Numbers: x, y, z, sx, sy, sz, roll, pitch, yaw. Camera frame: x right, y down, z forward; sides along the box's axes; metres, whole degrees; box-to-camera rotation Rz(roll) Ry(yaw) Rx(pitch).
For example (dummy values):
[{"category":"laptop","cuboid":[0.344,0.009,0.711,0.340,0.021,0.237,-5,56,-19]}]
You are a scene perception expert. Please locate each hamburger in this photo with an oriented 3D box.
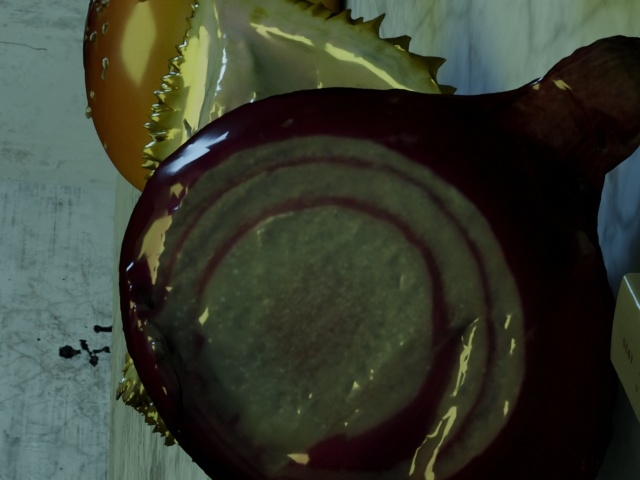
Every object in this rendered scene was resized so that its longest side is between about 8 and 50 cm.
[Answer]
[{"category":"hamburger","cuboid":[-0.087,-0.130,1.131,0.246,0.169,0.246,-172,90,-78]}]

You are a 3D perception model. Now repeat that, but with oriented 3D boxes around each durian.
[{"category":"durian","cuboid":[-0.002,0.006,0.724,0.138,0.183,0.250,63,-152,-55]}]

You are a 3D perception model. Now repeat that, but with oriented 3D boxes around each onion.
[{"category":"onion","cuboid":[0.038,0.012,0.532,0.198,0.173,0.135,-41,-1,-3]}]

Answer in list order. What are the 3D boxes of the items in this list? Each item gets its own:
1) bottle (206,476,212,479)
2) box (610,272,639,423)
[{"category":"bottle","cuboid":[0.001,0.193,0.680,0.245,0.104,0.104,-101,20,-56]},{"category":"box","cuboid":[0.102,0.028,0.294,0.053,0.083,0.024,-104,16,-57]}]
